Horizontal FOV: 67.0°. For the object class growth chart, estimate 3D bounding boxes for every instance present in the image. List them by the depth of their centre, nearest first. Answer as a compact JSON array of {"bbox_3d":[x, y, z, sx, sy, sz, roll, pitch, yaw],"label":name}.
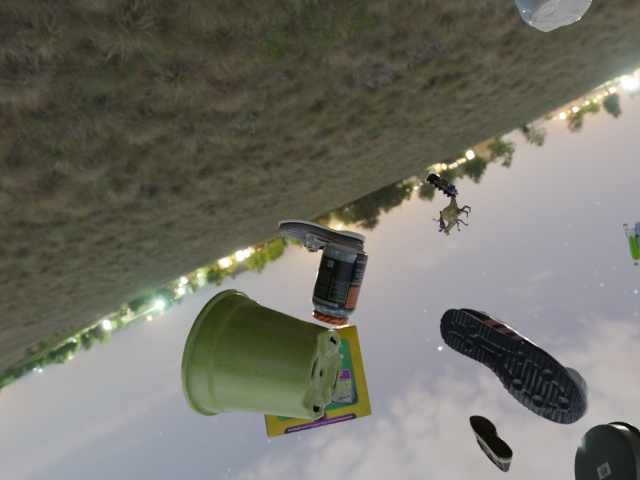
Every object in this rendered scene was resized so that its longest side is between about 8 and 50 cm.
[{"bbox_3d":[1.072,-0.022,1.503,0.021,0.171,0.237,-15,173,-38],"label":"growth chart"}]

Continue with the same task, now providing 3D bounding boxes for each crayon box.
[{"bbox_3d":[-0.032,0.479,1.685,0.363,0.312,0.106,-8,172,-11],"label":"crayon box"}]

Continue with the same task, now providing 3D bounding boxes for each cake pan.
[{"bbox_3d":[0.839,0.667,1.395,0.054,0.293,0.293,17,178,-5],"label":"cake pan"}]

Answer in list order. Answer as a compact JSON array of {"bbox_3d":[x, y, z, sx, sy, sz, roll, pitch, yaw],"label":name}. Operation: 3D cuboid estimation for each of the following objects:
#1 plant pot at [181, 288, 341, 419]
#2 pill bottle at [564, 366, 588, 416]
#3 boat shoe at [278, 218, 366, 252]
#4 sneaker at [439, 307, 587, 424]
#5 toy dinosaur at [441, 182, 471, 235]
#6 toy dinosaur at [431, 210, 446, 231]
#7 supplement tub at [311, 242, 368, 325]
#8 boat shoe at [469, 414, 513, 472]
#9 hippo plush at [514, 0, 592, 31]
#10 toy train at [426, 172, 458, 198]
[{"bbox_3d":[-0.101,0.256,1.016,0.254,0.275,0.276,6,-165,23],"label":"plant pot"},{"bbox_3d":[0.835,0.512,1.629,0.121,0.216,0.121,-16,-133,18],"label":"pill bottle"},{"bbox_3d":[0.000,0.000,1.754,0.325,0.096,0.116,13,165,-6],"label":"boat shoe"},{"bbox_3d":[0.385,0.222,0.935,0.131,0.112,0.319,5,-158,-34],"label":"sneaker"},{"bbox_3d":[0.459,-0.099,1.641,0.093,0.183,0.053,10,-167,25],"label":"toy dinosaur"},{"bbox_3d":[0.499,-0.078,1.975,0.090,0.082,0.047,19,-159,32],"label":"toy dinosaur"},{"bbox_3d":[0.045,0.109,1.214,0.117,0.190,0.117,14,-176,-1],"label":"supplement tub"},{"bbox_3d":[0.536,0.645,1.542,0.080,0.073,0.223,-2,-167,-8],"label":"boat shoe"},{"bbox_3d":[0.318,-0.356,0.556,0.237,0.234,0.294,-9,-174,-34],"label":"hippo plush"},{"bbox_3d":[0.348,-0.158,1.378,0.027,0.036,0.158,14,-159,-22],"label":"toy train"}]
